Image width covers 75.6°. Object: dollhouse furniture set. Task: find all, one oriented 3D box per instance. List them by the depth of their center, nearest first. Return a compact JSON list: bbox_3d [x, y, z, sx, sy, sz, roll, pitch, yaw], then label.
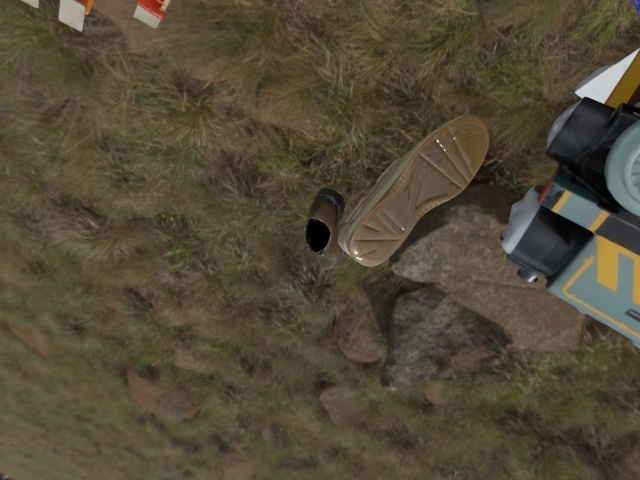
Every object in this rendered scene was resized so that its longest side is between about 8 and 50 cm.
[{"bbox_3d":[-0.411,-0.541,0.787,0.259,0.261,0.135,22,167,-31],"label":"dollhouse furniture set"}]

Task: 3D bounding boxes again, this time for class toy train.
[{"bbox_3d":[0.309,0.025,0.304,0.334,0.142,0.190,33,127,19],"label":"toy train"}]

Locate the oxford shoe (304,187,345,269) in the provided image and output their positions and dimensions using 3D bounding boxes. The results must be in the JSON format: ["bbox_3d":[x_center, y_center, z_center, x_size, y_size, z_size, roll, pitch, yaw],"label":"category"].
[{"bbox_3d":[0.000,0.000,0.871,0.083,0.096,0.227,17,145,19],"label":"oxford shoe"}]

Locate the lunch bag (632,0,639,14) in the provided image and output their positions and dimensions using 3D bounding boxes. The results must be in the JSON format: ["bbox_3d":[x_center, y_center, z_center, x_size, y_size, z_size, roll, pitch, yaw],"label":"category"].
[{"bbox_3d":[0.608,-0.624,0.604,0.239,0.385,0.328,-13,169,1],"label":"lunch bag"}]

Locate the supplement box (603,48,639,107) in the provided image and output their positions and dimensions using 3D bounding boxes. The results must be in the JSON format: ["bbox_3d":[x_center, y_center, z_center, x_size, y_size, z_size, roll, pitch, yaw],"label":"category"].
[{"bbox_3d":[0.431,-0.129,0.438,0.194,0.191,0.129,29,169,39],"label":"supplement box"}]

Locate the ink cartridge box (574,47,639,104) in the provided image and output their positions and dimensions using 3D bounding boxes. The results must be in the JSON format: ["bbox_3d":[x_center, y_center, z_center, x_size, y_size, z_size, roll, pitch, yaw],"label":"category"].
[{"bbox_3d":[0.959,-0.484,1.280,0.189,0.066,0.232,34,158,-4],"label":"ink cartridge box"}]

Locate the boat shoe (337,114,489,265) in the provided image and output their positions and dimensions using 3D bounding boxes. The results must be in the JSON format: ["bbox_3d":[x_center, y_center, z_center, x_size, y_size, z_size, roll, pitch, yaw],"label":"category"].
[{"bbox_3d":[0.161,-0.104,0.763,0.121,0.341,0.110,48,176,-23],"label":"boat shoe"}]
